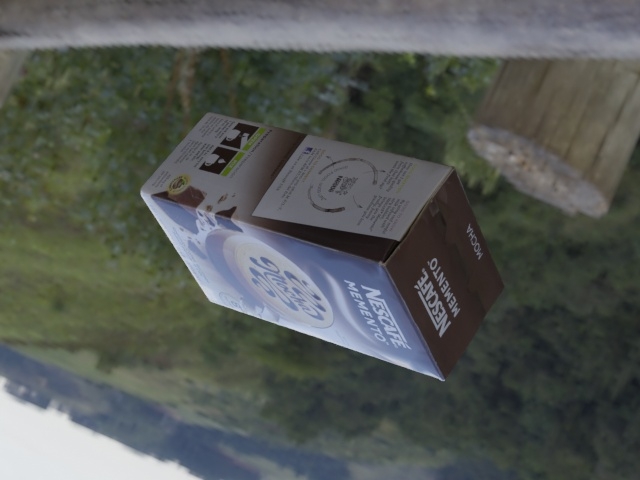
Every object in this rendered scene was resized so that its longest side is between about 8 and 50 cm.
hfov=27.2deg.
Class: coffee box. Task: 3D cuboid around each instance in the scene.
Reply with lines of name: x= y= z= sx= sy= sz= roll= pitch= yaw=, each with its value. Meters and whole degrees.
coffee box: x=0.000 y=0.000 z=1.221 sx=0.297 sy=0.119 sz=0.168 roll=15 pitch=147 yaw=39
